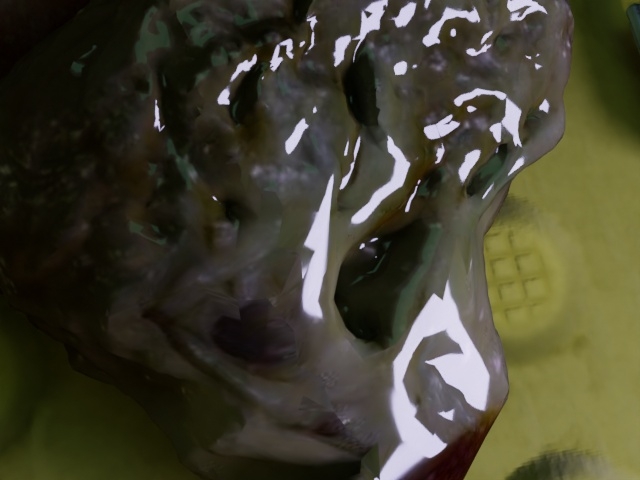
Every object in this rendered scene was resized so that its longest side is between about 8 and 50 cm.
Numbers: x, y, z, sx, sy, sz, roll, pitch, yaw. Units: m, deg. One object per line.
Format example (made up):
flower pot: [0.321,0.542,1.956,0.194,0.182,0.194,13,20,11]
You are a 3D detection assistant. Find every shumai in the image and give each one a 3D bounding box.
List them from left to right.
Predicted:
shumai: [0.001,0.003,0.740,0.346,0.217,0.283,-16,71,-19]

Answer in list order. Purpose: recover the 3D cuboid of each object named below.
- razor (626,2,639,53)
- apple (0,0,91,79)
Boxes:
razor: [0.337,-0.118,0.935,0.278,0.056,0.111,-10,68,-13]
apple: [-0.208,-0.152,0.804,0.201,0.162,0.201,4,76,-16]
